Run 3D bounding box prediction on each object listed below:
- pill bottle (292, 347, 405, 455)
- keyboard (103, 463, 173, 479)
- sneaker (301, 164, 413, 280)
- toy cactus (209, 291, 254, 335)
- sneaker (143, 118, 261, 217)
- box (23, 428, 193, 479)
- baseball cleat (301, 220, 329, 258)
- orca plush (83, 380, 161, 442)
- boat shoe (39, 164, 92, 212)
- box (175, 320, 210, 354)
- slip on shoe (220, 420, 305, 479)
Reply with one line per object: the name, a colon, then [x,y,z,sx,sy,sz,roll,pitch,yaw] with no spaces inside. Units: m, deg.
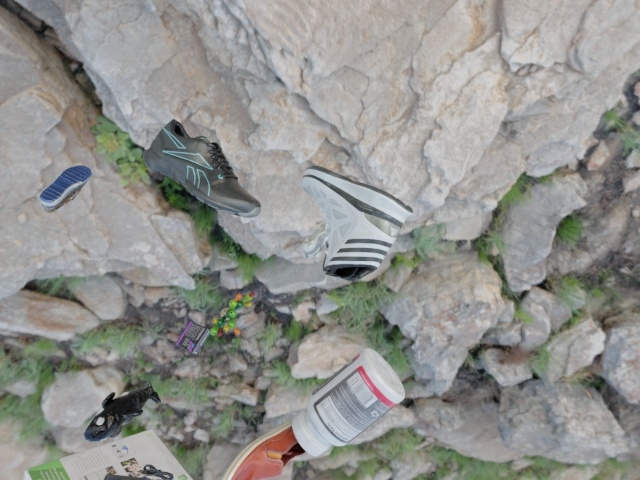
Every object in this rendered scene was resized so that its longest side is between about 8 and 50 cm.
pill bottle: [0.073,0.477,1.246,0.318,0.176,0.176,-42,120,10]
keyboard: [-0.336,0.489,0.840,0.180,0.023,0.108,25,95,-30]
sneaker: [0.031,-0.046,1.181,0.169,0.447,0.257,25,94,-35]
toy cactus: [-0.350,0.293,1.691,0.112,0.219,0.180,40,157,-14]
sneaker: [-0.219,-0.136,0.818,0.267,0.101,0.106,32,97,11]
box: [-0.517,0.603,1.060,0.322,0.232,0.058,5,105,-50]
baseball cleat: [0.000,0.000,1.793,0.206,0.072,0.109,-36,132,-30]
orca plush: [-0.613,0.564,1.391,0.102,0.287,0.151,5,87,20]
boat shoe: [-0.731,-0.150,1.229,0.066,0.183,0.066,31,135,-3]
box: [-0.548,0.418,1.842,0.162,0.116,0.029,5,148,47]
slip on shoe: [-0.156,0.637,1.232,0.331,0.101,0.123,-11,126,-51]
